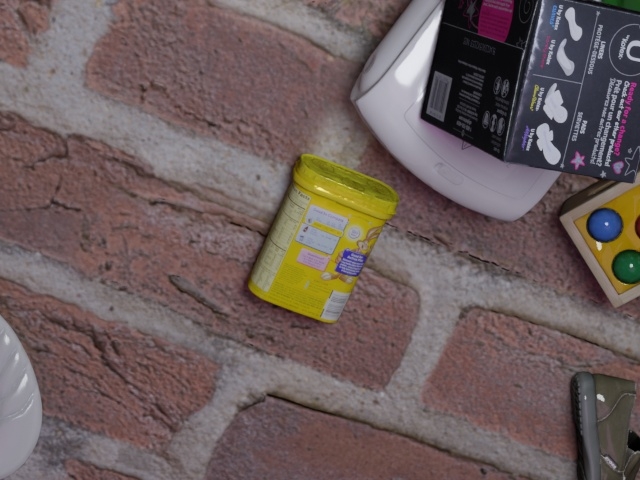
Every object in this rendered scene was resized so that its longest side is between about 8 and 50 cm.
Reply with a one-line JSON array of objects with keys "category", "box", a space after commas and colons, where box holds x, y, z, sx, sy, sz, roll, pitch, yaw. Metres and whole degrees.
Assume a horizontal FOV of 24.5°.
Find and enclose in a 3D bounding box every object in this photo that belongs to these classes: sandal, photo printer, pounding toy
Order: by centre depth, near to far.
[{"category": "photo printer", "box": [0.201, -0.191, 1.617, 0.256, 0.107, 0.307, 36, 93, -18]}, {"category": "pounding toy", "box": [0.366, -0.058, 1.692, 0.181, 0.094, 0.206, -30, 97, 19]}, {"category": "sandal", "box": [-0.471, 0.094, 1.704, 0.169, 0.102, 0.416, -39, 97, -6]}]

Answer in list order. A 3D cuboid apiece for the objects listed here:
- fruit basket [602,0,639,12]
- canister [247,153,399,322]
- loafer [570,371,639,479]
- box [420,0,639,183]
[{"category": "fruit basket", "box": [0.460, -0.351, 1.423, 0.392, 0.283, 0.392, -20, 150, -12]}, {"category": "canister", "box": [0.000, 0.000, 1.716, 0.126, 0.073, 0.170, 21, 109, -12]}, {"category": "loafer", "box": [0.369, 0.281, 1.843, 0.087, 0.094, 0.251, -7, 111, 2]}, {"category": "box", "box": [0.214, -0.161, 1.439, 0.142, 0.247, 0.163, 8, 102, -16]}]
